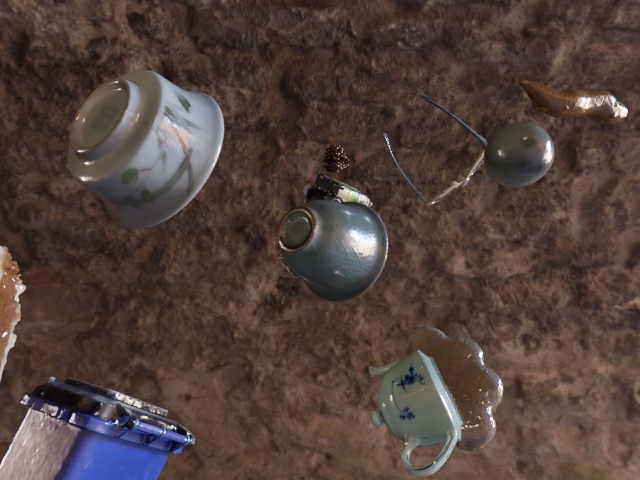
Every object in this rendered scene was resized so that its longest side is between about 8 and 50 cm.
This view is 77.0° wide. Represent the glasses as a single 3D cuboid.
[{"bbox_3d":[0.253,-0.200,0.896,0.220,0.088,0.189,43,-75,-11],"label":"glasses"}]

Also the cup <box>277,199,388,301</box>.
[{"bbox_3d":[0.000,0.000,0.719,0.199,0.199,0.150,-23,-28,27],"label":"cup"}]

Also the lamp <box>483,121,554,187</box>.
[{"bbox_3d":[0.321,-0.138,0.652,0.105,0.105,0.105,2,-41,2],"label":"lamp"}]

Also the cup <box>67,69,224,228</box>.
[{"bbox_3d":[-0.387,-0.212,0.832,0.347,0.347,0.163,-16,-27,21],"label":"cup"}]

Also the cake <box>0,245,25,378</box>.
[{"bbox_3d":[-0.314,0.062,0.305,0.134,0.135,0.147,2,-33,-15],"label":"cake"}]

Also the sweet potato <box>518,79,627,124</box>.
[{"bbox_3d":[0.528,-0.284,0.833,0.281,0.059,0.067,-2,-81,-24],"label":"sweet potato"}]

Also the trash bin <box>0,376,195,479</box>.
[{"bbox_3d":[-0.280,0.294,0.455,0.184,0.234,0.162,0,-34,30],"label":"trash bin"}]

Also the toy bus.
[{"bbox_3d":[0.015,-0.033,1.225,0.179,0.143,0.305,14,-73,-39],"label":"toy bus"}]

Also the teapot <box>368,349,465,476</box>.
[{"bbox_3d":[0.157,0.290,0.701,0.159,0.232,0.159,-3,-63,-7],"label":"teapot"}]

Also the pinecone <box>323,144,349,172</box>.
[{"bbox_3d":[0.042,-0.237,1.167,0.077,0.083,0.077,-16,-12,-4],"label":"pinecone"}]

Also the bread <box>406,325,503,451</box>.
[{"bbox_3d":[0.371,0.371,1.083,0.183,0.337,0.102,-19,-41,-1],"label":"bread"}]
